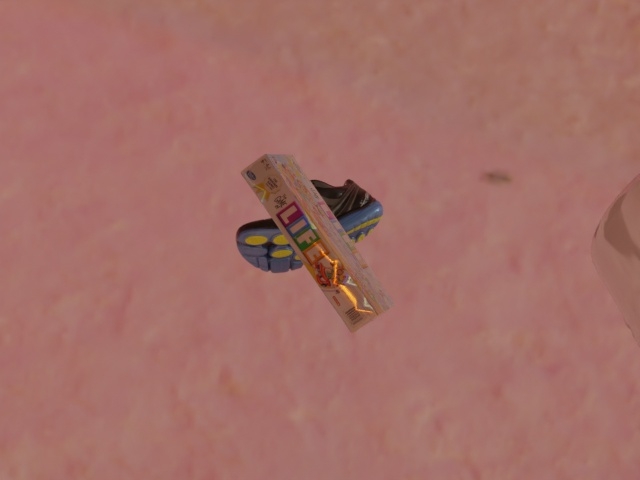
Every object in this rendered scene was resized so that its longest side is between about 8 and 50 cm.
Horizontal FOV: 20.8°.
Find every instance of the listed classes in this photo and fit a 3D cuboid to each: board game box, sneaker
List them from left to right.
[{"bbox_3d":[-0.019,-0.020,1.868,0.188,0.067,0.078,-19,58,-37],"label":"sneaker"},{"bbox_3d":[0.000,0.000,1.396,0.154,0.026,0.103,55,10,3],"label":"board game box"}]

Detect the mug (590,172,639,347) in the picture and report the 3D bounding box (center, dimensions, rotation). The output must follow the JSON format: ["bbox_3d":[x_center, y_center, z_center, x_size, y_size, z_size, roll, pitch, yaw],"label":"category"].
[{"bbox_3d":[0.438,0.058,1.271,0.374,0.276,0.328,-27,65,1],"label":"mug"}]
